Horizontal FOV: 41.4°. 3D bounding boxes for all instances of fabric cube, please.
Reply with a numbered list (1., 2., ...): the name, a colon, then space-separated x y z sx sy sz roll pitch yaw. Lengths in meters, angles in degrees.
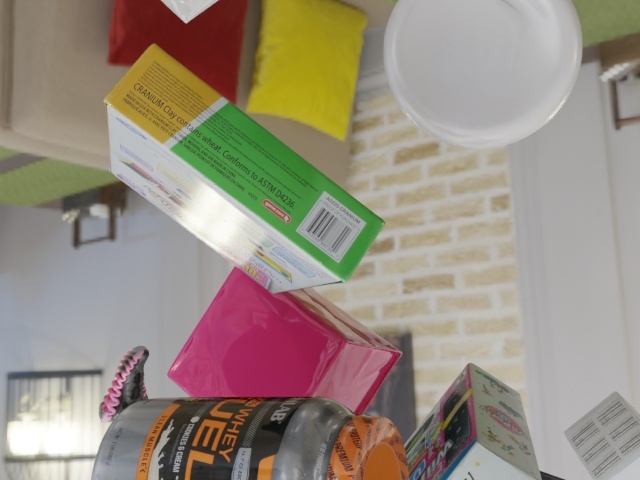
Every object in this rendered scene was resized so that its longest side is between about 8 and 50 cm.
1. fabric cube: -0.058 0.220 1.506 0.258 0.254 0.259 34 -176 28

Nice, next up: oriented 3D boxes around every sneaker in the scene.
1. sneaker: -0.259 0.203 1.169 0.057 0.119 0.047 25 -175 -23

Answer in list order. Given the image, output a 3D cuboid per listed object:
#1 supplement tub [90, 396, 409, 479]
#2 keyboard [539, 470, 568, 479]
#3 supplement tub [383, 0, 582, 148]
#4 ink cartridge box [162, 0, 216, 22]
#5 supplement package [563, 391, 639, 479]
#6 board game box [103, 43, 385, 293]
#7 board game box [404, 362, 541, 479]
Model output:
1. supplement tub: -0.075 0.269 0.929 0.316 0.194 0.193 -6 170 26
2. keyboard: 0.365 0.396 1.200 0.317 0.033 0.201 22 139 -8
3. supplement tub: 0.225 -0.246 1.162 0.241 0.241 0.331 -4 -175 14
4. ink cartridge box: -0.181 -0.378 1.163 0.115 0.198 0.067 -38 144 -6
5. supplement package: 0.637 0.456 1.715 0.149 0.194 0.203 -42 -164 10
6. board game box: -0.093 -0.047 0.825 0.242 0.064 0.316 37 168 -8
7. board game box: 0.177 0.315 1.132 0.097 0.224 0.303 34 -168 0
